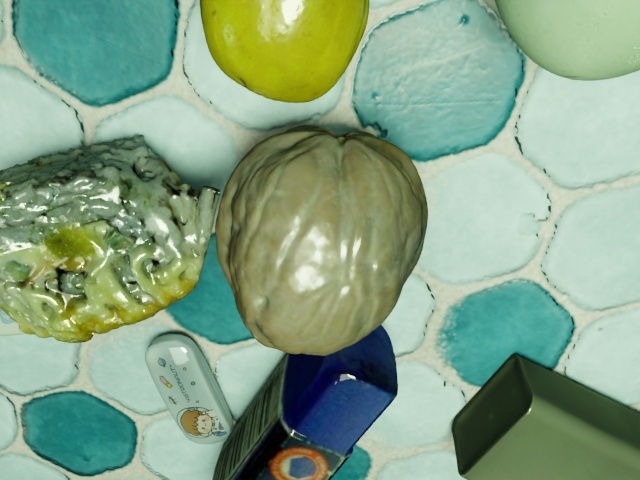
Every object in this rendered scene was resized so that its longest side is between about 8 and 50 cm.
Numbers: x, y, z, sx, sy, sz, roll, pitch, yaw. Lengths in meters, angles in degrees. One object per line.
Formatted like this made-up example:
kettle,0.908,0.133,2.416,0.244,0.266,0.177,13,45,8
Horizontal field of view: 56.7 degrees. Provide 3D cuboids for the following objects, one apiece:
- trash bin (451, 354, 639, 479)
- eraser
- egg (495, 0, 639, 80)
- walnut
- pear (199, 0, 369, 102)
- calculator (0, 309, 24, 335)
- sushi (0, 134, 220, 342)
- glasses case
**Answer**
trash bin,0.313,0.270,0.753,0.240,0.122,0.164,30,115,-9
eraser,-0.033,0.234,0.738,0.101,0.155,0.332,28,115,-13
egg,0.231,-0.258,0.429,0.202,0.203,0.283,9,117,-1
walnut,0.000,0.000,0.578,0.224,0.224,0.224,2,118,3
pear,-0.031,-0.204,0.507,0.148,0.149,0.162,9,110,-1
calculator,-0.448,0.033,0.719,0.302,0.042,0.188,9,119,-1
sushi,-0.229,-0.008,0.620,0.274,0.139,0.184,-17,120,-3
glasses case,-0.172,0.200,0.786,0.067,0.045,0.179,-13,117,11
